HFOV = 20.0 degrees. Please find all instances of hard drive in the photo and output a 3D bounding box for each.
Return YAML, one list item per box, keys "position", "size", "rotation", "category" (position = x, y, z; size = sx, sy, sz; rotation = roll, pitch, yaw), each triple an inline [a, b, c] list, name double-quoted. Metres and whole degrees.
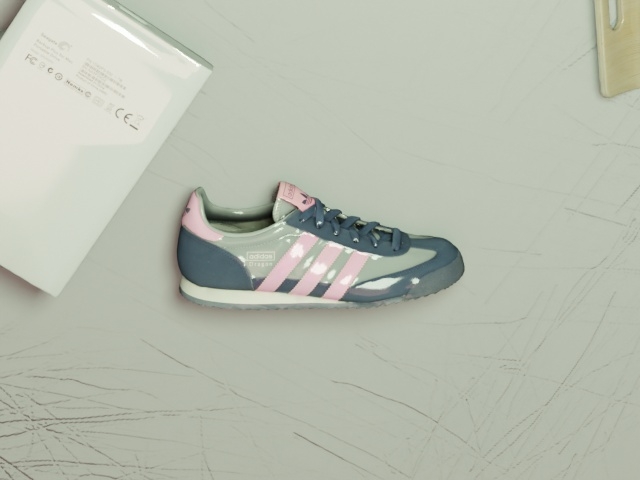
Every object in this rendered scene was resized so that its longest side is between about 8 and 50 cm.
- position: [-0.283, -0.115, 1.936]
  size: [0.203, 0.040, 0.307]
  rotation: [33, 106, -13]
  category: "hard drive"

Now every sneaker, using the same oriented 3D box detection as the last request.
- position: [0.000, 0.000, 1.997]
  size: [0.319, 0.112, 0.131]
  rotation: [-3, 112, -2]
  category: "sneaker"

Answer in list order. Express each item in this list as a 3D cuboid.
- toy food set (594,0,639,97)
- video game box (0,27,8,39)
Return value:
- position: [0.432, -0.251, 1.876]
  size: [0.306, 0.092, 0.219]
  rotation: [5, 113, 30]
  category: "toy food set"
- position: [-0.311, -0.140, 1.973]
  size: [0.205, 0.048, 0.187]
  rotation: [-23, 111, 6]
  category: "video game box"
